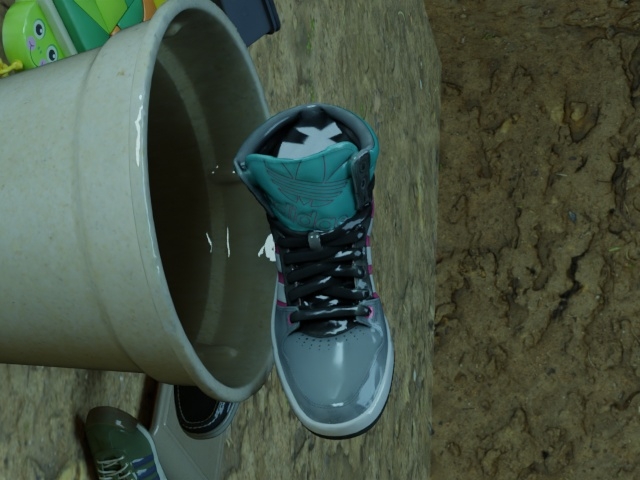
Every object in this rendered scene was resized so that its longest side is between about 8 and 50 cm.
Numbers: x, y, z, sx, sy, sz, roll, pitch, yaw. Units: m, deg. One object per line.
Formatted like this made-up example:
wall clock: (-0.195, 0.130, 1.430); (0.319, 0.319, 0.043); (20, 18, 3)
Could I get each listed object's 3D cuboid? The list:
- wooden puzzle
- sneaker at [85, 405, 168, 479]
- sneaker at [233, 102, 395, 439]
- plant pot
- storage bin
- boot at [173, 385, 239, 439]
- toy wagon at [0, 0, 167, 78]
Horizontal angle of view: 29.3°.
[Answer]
wooden puzzle: (-0.173, 0.216, 1.627); (0.221, 0.044, 0.239); (65, 29, -50)
sneaker: (-0.218, 0.275, 1.386); (0.192, 0.064, 0.086); (72, 14, -46)
sneaker: (0.000, 0.000, 1.017); (0.178, 0.123, 0.296); (71, 12, -55)
plant pot: (-0.221, -0.019, 1.041); (0.334, 0.305, 0.334); (-6, 90, -75)
storage bin: (-0.138, -0.360, 1.890); (0.091, 0.098, 0.135); (-47, 137, -33)
boot: (-0.151, 0.080, 1.338); (0.179, 0.085, 0.236); (58, 28, -51)
toy wagon: (-0.258, -0.278, 1.333); (0.344, 0.068, 0.267); (-68, 149, -41)
